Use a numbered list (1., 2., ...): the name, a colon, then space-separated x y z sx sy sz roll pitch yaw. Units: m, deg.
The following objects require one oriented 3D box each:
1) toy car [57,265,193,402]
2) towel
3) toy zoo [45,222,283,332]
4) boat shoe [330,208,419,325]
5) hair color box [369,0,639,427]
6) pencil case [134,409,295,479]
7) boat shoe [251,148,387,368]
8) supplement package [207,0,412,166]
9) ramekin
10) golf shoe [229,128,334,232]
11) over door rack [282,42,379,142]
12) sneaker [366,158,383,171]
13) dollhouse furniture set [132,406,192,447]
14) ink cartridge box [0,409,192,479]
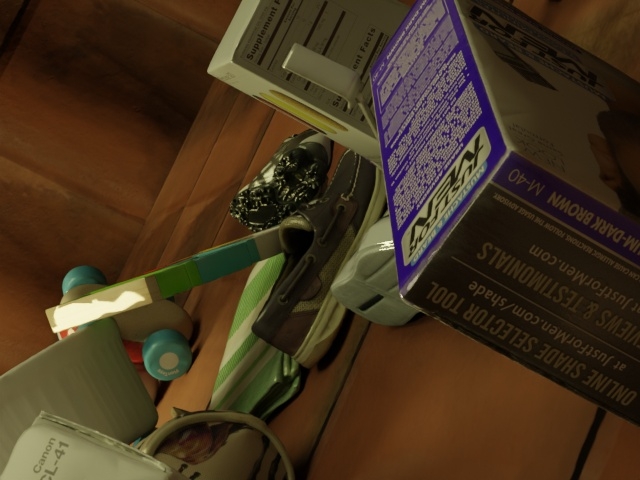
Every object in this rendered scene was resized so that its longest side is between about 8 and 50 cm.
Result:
1. toy car: -0.324 0.198 2.052 0.219 0.210 0.238 -122 46 -61
2. towel: -0.061 0.103 1.576 0.248 0.038 0.324 -50 20 43
3. toy zoo: -0.139 0.032 1.486 0.192 0.030 0.293 -17 3 44
4. boat shoe: 0.082 0.002 1.103 0.094 0.109 0.302 -65 11 -15
5. hair color box: 0.139 -0.042 0.811 0.110 0.185 0.339 -55 16 24
6. pencil case: -0.177 0.299 1.374 0.183 0.160 0.410 -54 8 -30
7. boat shoe: 0.000 0.000 1.421 0.103 0.092 0.285 -43 24 55
8. supplement package: 0.031 -0.173 1.314 0.133 0.244 0.139 -64 13 -4
9. ramekin: -0.316 0.215 1.474 0.277 0.135 0.277 -33 -2 -2
10. golf shoe: -0.038 -0.073 1.599 0.198 0.077 0.094 -35 21 50
11. over door rack: 0.114 -0.172 1.089 0.239 0.108 0.324 -63 -24 -4
12. sneaker: 0.079 -0.149 1.457 0.068 0.071 0.170 -49 19 45
13. dollhouse furniture set: -0.241 0.287 1.649 0.129 0.129 0.183 -168 97 -75
14. ink cartridge box: -0.137 0.289 0.977 0.226 0.131 0.306 -67 -27 -16
